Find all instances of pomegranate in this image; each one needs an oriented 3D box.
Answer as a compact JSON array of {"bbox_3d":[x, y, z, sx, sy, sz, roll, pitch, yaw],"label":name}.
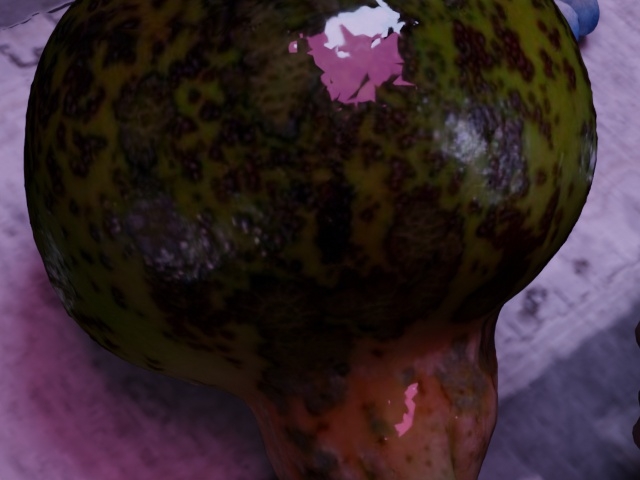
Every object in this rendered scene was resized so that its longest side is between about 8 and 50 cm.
[{"bbox_3d":[0.012,-0.004,0.499,0.276,0.222,0.204,53,47,-12],"label":"pomegranate"}]

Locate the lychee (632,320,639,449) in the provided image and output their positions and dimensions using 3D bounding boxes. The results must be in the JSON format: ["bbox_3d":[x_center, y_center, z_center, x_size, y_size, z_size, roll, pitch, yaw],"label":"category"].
[{"bbox_3d":[0.309,0.031,0.408,0.380,0.380,0.432,22,94,6],"label":"lychee"}]

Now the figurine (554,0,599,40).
[{"bbox_3d":[0.125,-0.169,0.708,0.114,0.079,0.114,17,49,-21],"label":"figurine"}]
